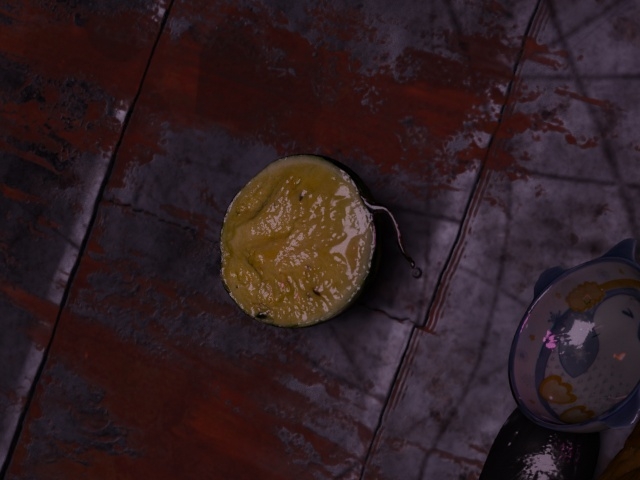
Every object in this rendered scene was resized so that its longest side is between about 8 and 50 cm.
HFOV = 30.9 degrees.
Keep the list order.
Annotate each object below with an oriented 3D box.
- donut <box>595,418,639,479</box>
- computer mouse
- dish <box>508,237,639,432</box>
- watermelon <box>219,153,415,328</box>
[{"bbox_3d":[0.381,0.208,1.159,0.108,0.277,0.278,41,100,4],"label":"donut"},{"bbox_3d":[0.241,0.275,1.302,0.122,0.073,0.217,20,93,24],"label":"computer mouse"},{"bbox_3d":[0.320,0.122,1.257,0.227,0.086,0.236,-29,41,37],"label":"dish"},{"bbox_3d":[-0.007,0.002,1.411,0.232,0.127,0.204,-31,72,19],"label":"watermelon"}]
